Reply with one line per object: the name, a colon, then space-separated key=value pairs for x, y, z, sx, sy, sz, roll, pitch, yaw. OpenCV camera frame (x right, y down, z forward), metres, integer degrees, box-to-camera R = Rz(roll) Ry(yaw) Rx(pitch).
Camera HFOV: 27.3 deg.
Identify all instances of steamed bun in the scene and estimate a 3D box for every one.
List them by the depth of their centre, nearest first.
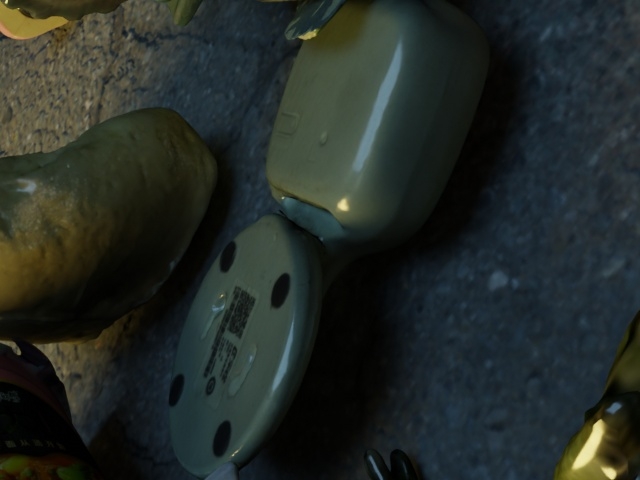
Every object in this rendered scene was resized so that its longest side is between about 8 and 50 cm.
steamed bun: x=-0.162 y=0.004 z=0.896 sx=0.212 sy=0.231 sz=0.110 roll=-37 pitch=76 yaw=6

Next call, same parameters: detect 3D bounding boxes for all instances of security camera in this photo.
security camera: x=0.000 y=0.000 z=0.757 sx=0.157 sy=0.080 sz=0.301 roll=25 pitch=92 yaw=64

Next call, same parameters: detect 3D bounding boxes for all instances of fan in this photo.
fan: x=0.036 y=-0.188 z=0.788 sx=0.131 sy=0.009 sz=0.240 roll=-27 pitch=26 yaw=49

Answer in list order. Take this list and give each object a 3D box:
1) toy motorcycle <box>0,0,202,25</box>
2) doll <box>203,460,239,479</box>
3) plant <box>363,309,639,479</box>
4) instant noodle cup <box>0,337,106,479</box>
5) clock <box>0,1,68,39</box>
toy motorcycle: x=-0.029 y=-0.266 z=0.697 sx=0.416 sy=0.232 sz=0.172 roll=-54 pitch=49 yaw=38
doll: x=0.017 y=0.208 z=0.576 sx=0.099 sy=0.188 sz=0.384 roll=-47 pitch=34 yaw=-12
plant: x=0.150 y=0.160 z=0.543 sx=0.333 sy=0.180 sz=0.251 roll=119 pitch=148 yaw=-65
instant noodle cup: x=-0.197 y=0.221 z=0.799 sx=0.255 sy=0.244 sz=0.244 roll=37 pitch=102 yaw=41
clock: x=-0.252 y=-0.299 z=1.173 sx=0.194 sy=0.100 sz=0.195 roll=-52 pitch=45 yaw=13
